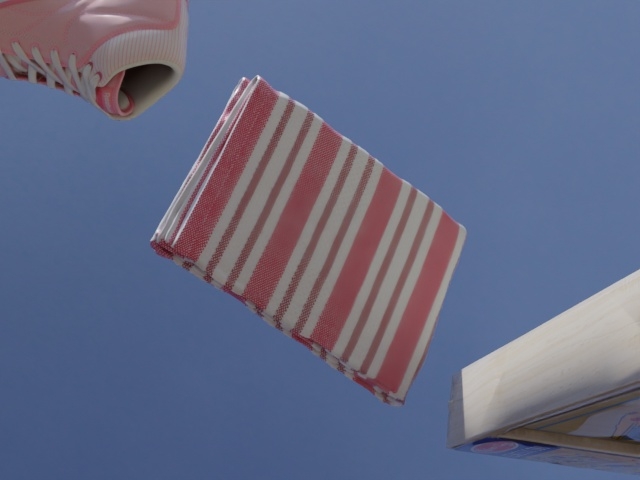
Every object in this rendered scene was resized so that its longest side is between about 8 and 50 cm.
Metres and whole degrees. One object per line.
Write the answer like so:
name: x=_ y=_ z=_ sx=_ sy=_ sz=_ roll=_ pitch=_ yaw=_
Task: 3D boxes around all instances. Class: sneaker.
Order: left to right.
sneaker: x=-0.132 y=-0.095 z=0.685 sx=0.134 sy=0.070 sz=0.051 roll=-10 pitch=-28 yaw=3

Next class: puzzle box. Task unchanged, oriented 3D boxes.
puzzle box: x=0.243 y=0.081 z=0.665 sx=0.272 sy=0.409 sz=0.052 roll=9 pitch=-105 yaw=-7

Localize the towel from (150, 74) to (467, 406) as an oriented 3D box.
towel: x=0.000 y=0.000 z=0.856 sx=0.197 sy=0.029 sz=0.144 roll=35 pitch=-120 yaw=-17
